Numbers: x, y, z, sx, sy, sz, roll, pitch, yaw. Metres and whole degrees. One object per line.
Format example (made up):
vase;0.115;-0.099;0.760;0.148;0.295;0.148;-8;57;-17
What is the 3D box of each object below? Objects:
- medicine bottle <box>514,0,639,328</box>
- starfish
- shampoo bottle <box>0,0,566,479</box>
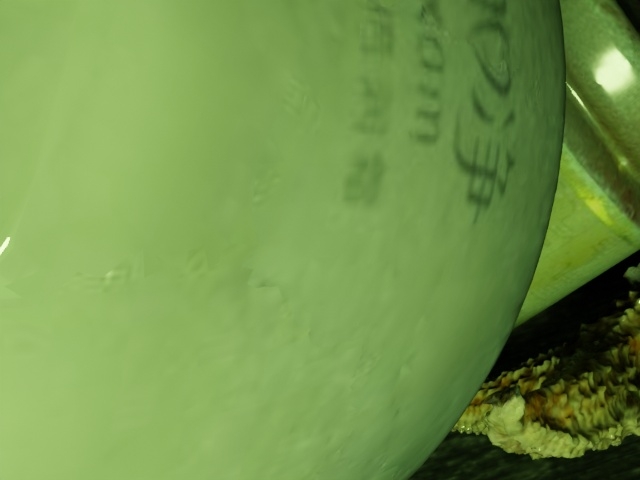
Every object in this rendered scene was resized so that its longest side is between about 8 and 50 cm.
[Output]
medicine bottle;0.000;0.000;0.677;0.322;0.151;0.151;-34;128;17
starfish;0.143;0.061;0.701;0.301;0.293;0.084;-9;98;1
shampoo bottle;-0.098;-0.043;0.465;0.322;0.322;0.317;-38;164;20
